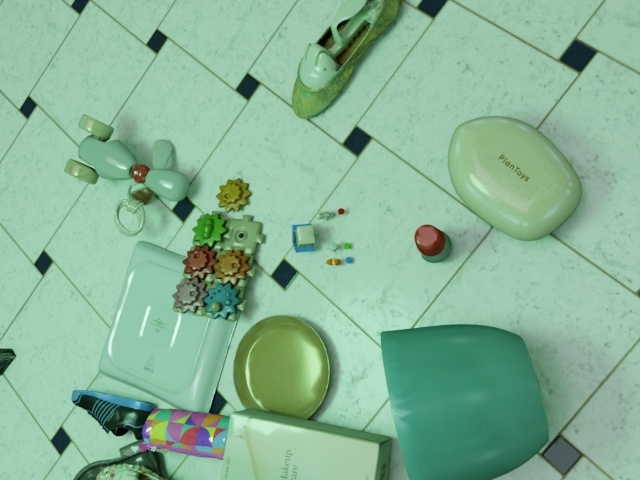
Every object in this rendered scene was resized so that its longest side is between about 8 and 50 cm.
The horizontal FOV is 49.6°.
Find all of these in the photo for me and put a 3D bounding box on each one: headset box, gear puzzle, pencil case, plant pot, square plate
[{"bbox_3d":[-0.858,0.320,1.840,0.083,0.062,0.032,-49,65,10],"label":"headset box"},{"bbox_3d":[-0.222,0.010,1.563,0.176,0.044,0.338,8,72,17],"label":"gear puzzle"},{"bbox_3d":[-0.275,0.427,1.510,0.237,0.104,0.104,-3,79,24],"label":"pencil case"},{"bbox_3d":[-0.081,0.278,1.481,0.237,0.032,0.236,-5,78,26],"label":"plant pot"},{"bbox_3d":[-0.363,0.202,1.625,0.347,0.049,0.343,16,88,28],"label":"square plate"},{"bbox_3d":[0.250,0.274,1.187,0.235,0.293,0.292,-14,74,7],"label":"plant pot"}]

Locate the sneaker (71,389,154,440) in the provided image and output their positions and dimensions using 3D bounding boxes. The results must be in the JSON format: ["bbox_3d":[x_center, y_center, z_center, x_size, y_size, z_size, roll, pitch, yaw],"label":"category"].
[{"bbox_3d":[-0.502,0.410,1.635,0.232,0.081,0.090,4,72,26],"label":"sneaker"}]

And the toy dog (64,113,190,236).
[{"bbox_3d":[-0.468,-0.175,1.712,0.334,0.161,0.220,45,99,10],"label":"toy dog"}]

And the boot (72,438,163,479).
[{"bbox_3d":[-0.435,0.596,1.567,0.263,0.091,0.228,-32,68,16],"label":"boot"}]

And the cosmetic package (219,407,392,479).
[{"bbox_3d":[-0.028,0.437,1.353,0.310,0.113,0.160,5,83,19],"label":"cosmetic package"}]

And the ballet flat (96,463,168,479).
[{"bbox_3d":[-0.375,0.532,1.489,0.241,0.077,0.091,14,59,8],"label":"ballet flat"}]

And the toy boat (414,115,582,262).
[{"bbox_3d":[0.305,-0.079,1.306,0.318,0.148,0.267,-41,71,6],"label":"toy boat"}]

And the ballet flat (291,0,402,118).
[{"bbox_3d":[0.036,-0.423,1.501,0.348,0.123,0.123,-49,64,11],"label":"ballet flat"}]

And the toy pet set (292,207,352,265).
[{"bbox_3d":[0.000,0.000,1.488,0.114,0.065,0.122,-5,80,-10],"label":"toy pet set"}]
